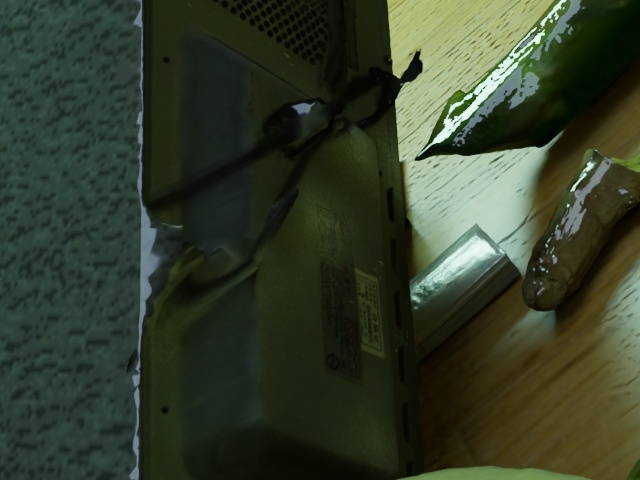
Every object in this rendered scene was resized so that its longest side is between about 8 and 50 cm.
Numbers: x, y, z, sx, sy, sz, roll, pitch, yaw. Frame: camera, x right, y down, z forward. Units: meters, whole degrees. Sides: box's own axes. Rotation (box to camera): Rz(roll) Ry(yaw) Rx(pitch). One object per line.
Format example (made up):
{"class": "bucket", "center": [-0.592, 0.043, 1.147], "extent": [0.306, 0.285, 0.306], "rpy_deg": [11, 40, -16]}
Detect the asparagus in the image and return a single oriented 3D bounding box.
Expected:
{"class": "asparagus", "center": [0.200, -0.159, 1.027], "extent": [0.343, 0.085, 0.082], "rpy_deg": [-48, 27, -5]}

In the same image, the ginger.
{"class": "ginger", "center": [0.162, -0.014, 0.933], "extent": [0.057, 0.044, 0.137], "rpy_deg": [27, 75, 40]}

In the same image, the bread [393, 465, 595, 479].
{"class": "bread", "center": [0.044, 0.242, 0.578], "extent": [0.320, 0.237, 0.320], "rpy_deg": [-11, 31, 7]}

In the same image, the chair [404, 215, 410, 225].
{"class": "chair", "center": [0.000, 0.000, 1.069], "extent": [0.101, 0.084, 0.212], "rpy_deg": [-35, 31, 23]}

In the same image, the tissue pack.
{"class": "tissue pack", "center": [0.075, 0.039, 0.986], "extent": [0.108, 0.023, 0.056], "rpy_deg": [-42, 30, 2]}

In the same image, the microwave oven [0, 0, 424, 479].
{"class": "microwave oven", "center": [-0.127, 0.023, 0.914], "extent": [0.374, 0.236, 0.432], "rpy_deg": [-22, 58, 32]}

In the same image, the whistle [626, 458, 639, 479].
{"class": "whistle", "center": [0.211, 0.079, 0.758], "extent": [0.198, 0.057, 0.104], "rpy_deg": [-55, 37, -3]}
